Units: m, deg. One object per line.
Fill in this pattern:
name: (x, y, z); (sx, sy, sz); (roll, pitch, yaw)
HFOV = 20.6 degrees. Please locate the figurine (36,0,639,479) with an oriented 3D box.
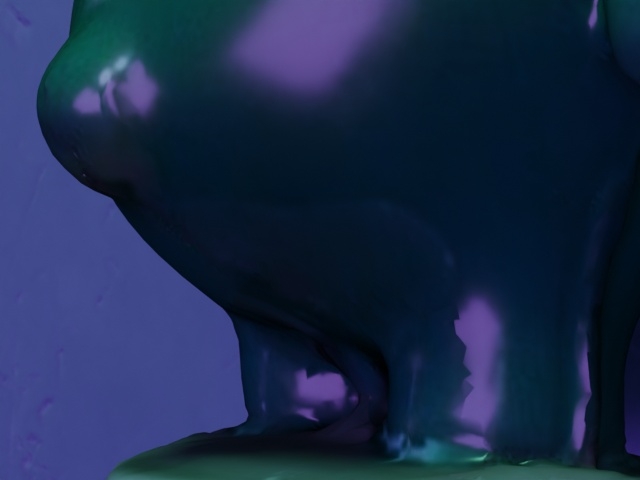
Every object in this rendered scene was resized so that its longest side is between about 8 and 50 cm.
figurine: (0.028, -0.088, 0.523); (0.323, 0.231, 0.340); (-7, 81, 61)
